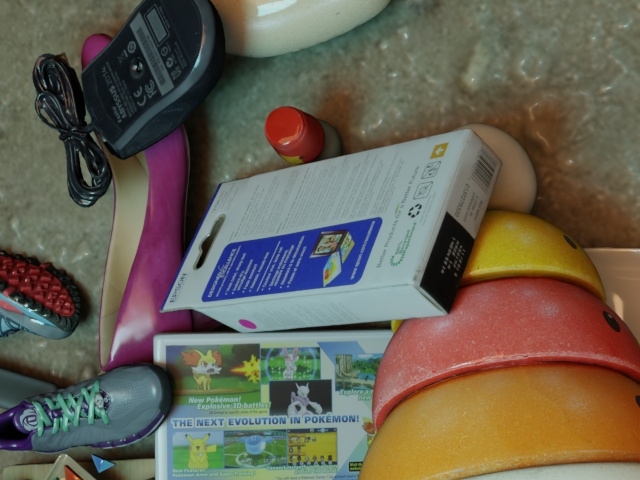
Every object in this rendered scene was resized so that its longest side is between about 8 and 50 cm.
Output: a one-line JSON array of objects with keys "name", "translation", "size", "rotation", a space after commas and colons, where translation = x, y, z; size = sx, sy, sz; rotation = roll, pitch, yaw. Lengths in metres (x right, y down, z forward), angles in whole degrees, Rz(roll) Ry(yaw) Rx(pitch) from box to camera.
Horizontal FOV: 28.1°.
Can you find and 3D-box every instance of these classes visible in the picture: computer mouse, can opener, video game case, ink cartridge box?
[{"name": "computer mouse", "translation": [-0.188, -0.172, 1.363], "size": [0.272, 0.072, 0.188], "rotation": [-33, 70, 34]}, {"name": "can opener", "translation": [-0.439, 0.183, 1.567], "size": [0.280, 0.074, 0.093], "rotation": [9, 77, 16]}, {"name": "video game case", "translation": [-0.012, 0.245, 1.376], "size": [0.329, 0.036, 0.300], "rotation": [-1, 91, -5]}, {"name": "ink cartridge box", "translation": [0.000, 0.000, 1.281], "size": [0.371, 0.069, 0.175], "rotation": [-7, 51, 44]}]

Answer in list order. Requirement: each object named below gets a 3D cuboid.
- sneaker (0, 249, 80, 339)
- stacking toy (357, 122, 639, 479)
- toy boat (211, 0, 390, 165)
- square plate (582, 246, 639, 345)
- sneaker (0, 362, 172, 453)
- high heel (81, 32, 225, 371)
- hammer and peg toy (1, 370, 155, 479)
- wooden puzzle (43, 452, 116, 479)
[{"name": "sneaker", "translation": [-0.402, 0.078, 1.557], "size": [0.262, 0.104, 0.125], "rotation": [20, 115, 22]}, {"name": "stacking toy", "translation": [0.173, 0.089, 1.234], "size": [0.351, 0.350, 0.479], "rotation": [-15, 62, 19]}, {"name": "toy boat", "translation": [-0.035, -0.231, 1.400], "size": [0.268, 0.148, 0.318], "rotation": [-8, 81, 14]}, {"name": "square plate", "translation": [0.427, 0.177, 1.284], "size": [0.344, 0.049, 0.347], "rotation": [-1, 90, 20]}, {"name": "sneaker", "translation": [-0.259, 0.187, 1.343], "size": [0.224, 0.098, 0.083], "rotation": [-23, 77, 32]}, {"name": "high heel", "translation": [-0.227, -0.046, 1.425], "size": [0.377, 0.181, 0.127], "rotation": [63, 150, 6]}, {"name": "hammer and peg toy", "translation": [-0.257, 0.327, 1.482], "size": [0.266, 0.127, 0.361], "rotation": [-7, 85, 19]}, {"name": "wooden puzzle", "translation": [-0.277, 0.283, 1.414], "size": [0.079, 0.014, 0.116], "rotation": [28, 96, 18]}]
